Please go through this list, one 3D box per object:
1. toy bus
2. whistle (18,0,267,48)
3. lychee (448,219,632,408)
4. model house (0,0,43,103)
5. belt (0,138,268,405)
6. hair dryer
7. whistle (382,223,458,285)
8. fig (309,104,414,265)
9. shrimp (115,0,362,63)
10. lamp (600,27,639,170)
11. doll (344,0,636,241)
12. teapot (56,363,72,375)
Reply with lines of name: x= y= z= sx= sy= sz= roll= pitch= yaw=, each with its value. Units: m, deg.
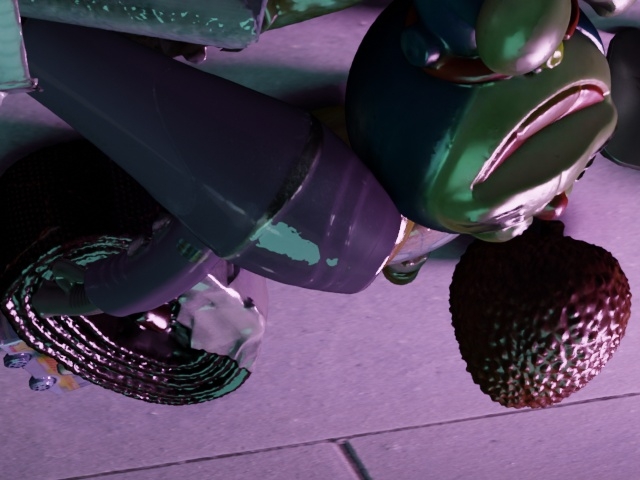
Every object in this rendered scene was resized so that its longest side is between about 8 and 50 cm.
toy bus: x=-0.287 y=0.109 z=1.957 sx=0.075 sy=0.064 sz=0.190 roll=-14 pitch=158 yaw=3
whistle: x=-0.187 y=-0.171 z=1.181 sx=0.312 sy=0.062 sz=0.062 roll=9 pitch=158 yaw=2
lychee: x=0.216 y=0.069 z=1.856 sx=0.194 sy=0.194 sz=0.194 roll=-6 pitch=158 yaw=-2
model house: x=-0.276 y=-0.174 z=1.043 sx=0.224 sy=0.215 sz=0.198 roll=-4 pitch=160 yaw=-6
belt: x=-0.166 y=0.023 z=1.647 sx=0.184 sy=0.164 sz=0.289 roll=-33 pitch=138 yaw=16
hair dryer: x=-0.144 y=-0.017 z=1.377 sx=0.301 sy=0.121 sz=0.361 roll=31 pitch=143 yaw=-16
whistle: x=0.084 y=-0.005 z=1.788 sx=0.107 sy=0.057 sz=0.220 roll=-21 pitch=165 yaw=-7
fig: x=0.058 y=-0.072 z=1.546 sx=0.245 sy=0.149 sz=0.149 roll=-36 pitch=151 yaw=12
shrimp: x=-0.069 y=-0.208 z=1.213 sx=0.247 sy=0.085 sz=0.360 roll=20 pitch=147 yaw=-29
lamp: x=0.277 y=-0.156 z=1.383 sx=0.203 sy=0.124 sz=0.283 roll=12 pitch=151 yaw=-17
doll: x=0.120 y=-0.126 z=1.329 sx=0.198 sy=0.186 sz=0.322 roll=-30 pitch=151 yaw=-29
teapot: x=-0.185 y=0.098 z=1.885 sx=0.108 sy=0.111 sz=0.149 roll=-18 pitch=142 yaw=-51
